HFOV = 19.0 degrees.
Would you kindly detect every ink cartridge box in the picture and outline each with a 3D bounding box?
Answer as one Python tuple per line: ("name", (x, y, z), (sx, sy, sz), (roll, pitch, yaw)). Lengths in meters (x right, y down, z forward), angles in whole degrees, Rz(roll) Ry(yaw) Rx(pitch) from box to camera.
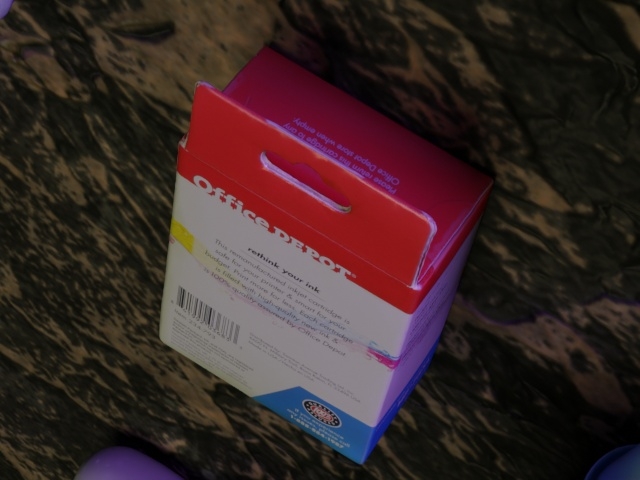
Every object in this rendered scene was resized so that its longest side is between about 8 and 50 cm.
("ink cartridge box", (0.000, 0.000, 0.940), (0.134, 0.078, 0.231), (31, 148, 11))

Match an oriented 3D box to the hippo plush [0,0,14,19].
("hippo plush", (-0.238, -0.165, 0.825), (0.236, 0.234, 0.294), (47, 147, -12))

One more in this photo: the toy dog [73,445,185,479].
("toy dog", (-0.041, 0.280, 1.264), (0.333, 0.161, 0.220), (16, 142, 33))

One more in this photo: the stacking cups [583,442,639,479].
("stacking cups", (0.173, 0.133, 0.916), (0.096, 0.096, 0.316), (39, 149, 0))
